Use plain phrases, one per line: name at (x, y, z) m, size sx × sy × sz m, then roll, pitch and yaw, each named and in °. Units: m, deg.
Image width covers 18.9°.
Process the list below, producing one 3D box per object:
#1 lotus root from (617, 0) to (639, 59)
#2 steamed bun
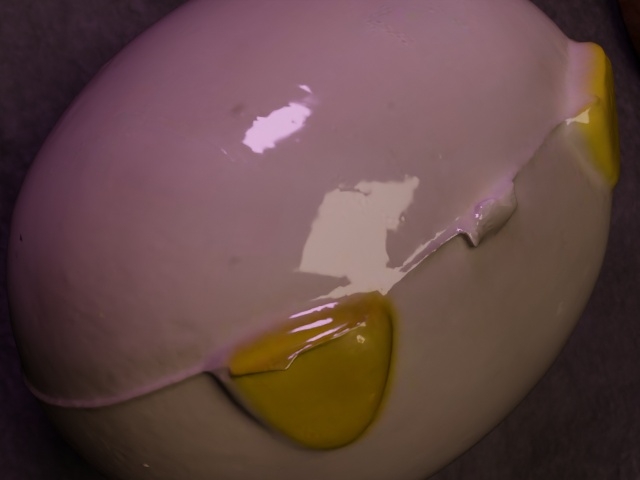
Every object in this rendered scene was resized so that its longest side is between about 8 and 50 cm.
lotus root at (0.362, -0.268, 1.505) m, size 0.390 × 0.111 × 0.375 m, roll 42°, pitch 69°, yaw -22°
steamed bun at (-0.003, -0.005, 1.115) m, size 0.374 × 0.334 × 0.334 m, roll -44°, pitch 106°, yaw -27°
